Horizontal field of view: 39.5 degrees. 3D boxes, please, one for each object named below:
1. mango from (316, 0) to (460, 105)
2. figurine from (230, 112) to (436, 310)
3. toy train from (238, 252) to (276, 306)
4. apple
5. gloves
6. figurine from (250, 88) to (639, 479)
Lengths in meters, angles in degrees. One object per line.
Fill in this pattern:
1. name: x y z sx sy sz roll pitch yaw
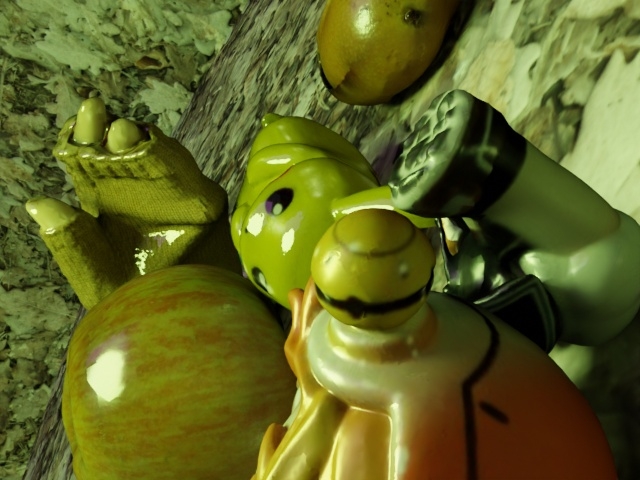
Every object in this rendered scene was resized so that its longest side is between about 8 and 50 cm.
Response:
1. mango: 0.064 -0.245 1.057 0.236 0.136 0.166 168 122 -74
2. figurine: -0.002 -0.003 0.892 0.327 0.169 0.218 -107 28 -67
3. toy train: -0.110 0.090 1.188 0.157 0.105 0.253 -9 59 53
4. apple: -0.140 0.154 0.880 0.264 0.264 0.264 -53 22 33
5. gloves: -0.196 -0.005 1.010 0.155 0.203 0.356 -122 12 -51
6. figurine: 0.072 0.110 0.494 0.323 0.196 0.320 -66 -26 -26
